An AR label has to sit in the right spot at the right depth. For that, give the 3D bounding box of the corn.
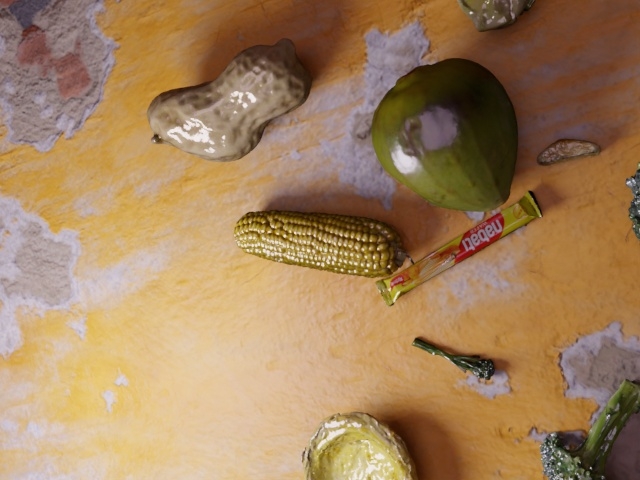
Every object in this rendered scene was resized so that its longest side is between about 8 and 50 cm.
[{"bbox_3d":[0.000,0.000,1.204,0.310,0.101,0.101,10,97,21],"label":"corn"}]

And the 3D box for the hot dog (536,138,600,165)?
[{"bbox_3d":[0.364,-0.134,1.081,0.090,0.030,0.034,-11,81,23],"label":"hot dog"}]

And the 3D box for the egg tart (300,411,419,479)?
[{"bbox_3d":[0.069,0.383,1.207,0.213,0.090,0.212,1,93,21],"label":"egg tart"}]

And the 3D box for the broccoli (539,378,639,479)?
[{"bbox_3d":[0.407,0.292,1.067,0.118,0.122,0.204,30,90,3],"label":"broccoli"}]

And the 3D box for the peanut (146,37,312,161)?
[{"bbox_3d":[-0.146,-0.222,1.234,0.291,0.143,0.159,-23,119,17],"label":"peanut"}]

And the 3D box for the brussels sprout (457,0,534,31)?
[{"bbox_3d":[0.260,-0.395,1.074,0.139,0.100,0.181,2,96,33],"label":"brussels sprout"}]

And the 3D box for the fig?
[{"bbox_3d":[0.184,-0.144,1.063,0.207,0.207,0.230,-21,85,22],"label":"fig"}]

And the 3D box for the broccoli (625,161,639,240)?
[{"bbox_3d":[0.541,-0.040,0.952,0.243,0.263,0.247,-32,115,-3],"label":"broccoli"}]

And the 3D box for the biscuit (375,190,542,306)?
[{"bbox_3d":[0.215,0.016,1.157,0.292,0.026,0.048,-33,61,21],"label":"biscuit"}]

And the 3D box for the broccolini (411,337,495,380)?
[{"bbox_3d":[0.212,0.182,1.171,0.140,0.030,0.035,23,94,24],"label":"broccolini"}]
